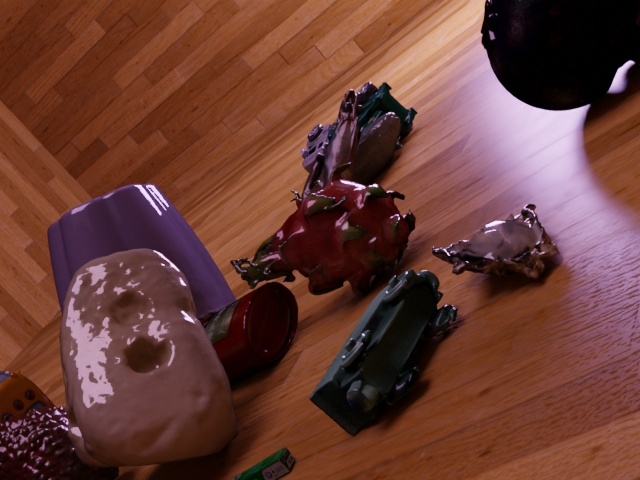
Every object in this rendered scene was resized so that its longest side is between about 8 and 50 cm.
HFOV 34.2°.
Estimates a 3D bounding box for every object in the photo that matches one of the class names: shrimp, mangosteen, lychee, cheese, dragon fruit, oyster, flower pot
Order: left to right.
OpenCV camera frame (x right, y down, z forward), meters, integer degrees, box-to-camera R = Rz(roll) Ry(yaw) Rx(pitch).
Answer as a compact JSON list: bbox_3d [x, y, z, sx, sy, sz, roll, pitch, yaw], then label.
[{"bbox_3d":[-0.342,0.288,1.291,0.165,0.165,0.197,-34,-4,33],"label":"lychee"},{"bbox_3d":[-0.286,0.051,1.605,0.265,0.243,0.265,-23,-3,-1],"label":"flower pot"},{"bbox_3d":[-0.197,0.145,1.150,0.173,0.251,0.248,-7,12,-21],"label":"cheese"},{"bbox_3d":[0.000,-0.004,1.258,0.235,0.135,0.137,-14,31,29],"label":"dragon fruit"},{"bbox_3d":[0.013,-0.123,1.684,0.143,0.052,0.251,0,69,61],"label":"shrimp"},{"bbox_3d":[0.159,0.007,0.960,0.108,0.053,0.166,-14,6,3],"label":"oyster"},{"bbox_3d":[0.298,-0.244,1.172,0.230,0.194,0.194,-7,10,-5],"label":"mangosteen"}]

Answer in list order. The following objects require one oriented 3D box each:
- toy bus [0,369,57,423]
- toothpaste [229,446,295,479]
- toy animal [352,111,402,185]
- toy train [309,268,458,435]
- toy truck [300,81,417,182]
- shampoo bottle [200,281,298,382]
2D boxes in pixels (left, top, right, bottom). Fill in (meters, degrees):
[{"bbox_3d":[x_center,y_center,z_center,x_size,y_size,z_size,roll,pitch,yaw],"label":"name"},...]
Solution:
[{"bbox_3d":[-0.449,0.289,1.558,0.136,0.209,0.126,-14,27,44],"label":"toy bus"},{"bbox_3d":[-0.060,0.222,0.978,0.083,0.017,0.020,-35,11,29],"label":"toothpaste"},{"bbox_3d":[0.050,-0.106,1.729,0.253,0.070,0.079,-50,-11,10],"label":"toy animal"},{"bbox_3d":[0.057,0.096,0.942,0.099,0.070,0.172,-45,5,45],"label":"toy train"},{"bbox_3d":[0.060,-0.176,1.834,0.216,0.110,0.116,-32,26,38],"label":"toy truck"},{"bbox_3d":[-0.153,0.154,1.378,0.314,0.076,0.118,-30,32,44],"label":"shampoo bottle"}]
